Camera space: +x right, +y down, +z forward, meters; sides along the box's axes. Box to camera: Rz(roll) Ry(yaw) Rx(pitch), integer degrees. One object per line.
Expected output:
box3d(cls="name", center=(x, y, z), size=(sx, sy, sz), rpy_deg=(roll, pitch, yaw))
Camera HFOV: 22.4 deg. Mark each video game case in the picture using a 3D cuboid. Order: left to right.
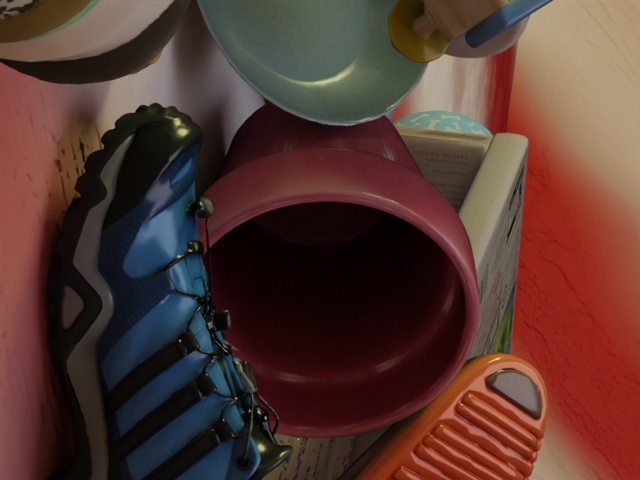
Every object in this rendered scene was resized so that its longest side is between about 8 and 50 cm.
box3d(cls="video game case", center=(0.119, 0.108, 1.317), size=(0.329, 0.036, 0.300), rpy_deg=(-59, 153, -61))

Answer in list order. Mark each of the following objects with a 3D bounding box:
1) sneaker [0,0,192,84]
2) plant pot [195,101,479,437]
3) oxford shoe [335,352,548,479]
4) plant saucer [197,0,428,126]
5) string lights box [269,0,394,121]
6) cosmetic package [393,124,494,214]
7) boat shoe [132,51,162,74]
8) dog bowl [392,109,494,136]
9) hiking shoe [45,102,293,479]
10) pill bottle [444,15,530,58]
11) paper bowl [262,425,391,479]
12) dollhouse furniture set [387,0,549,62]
box3d(cls="sneaker", center=(-0.108, -0.255, 0.519), size=(0.182, 0.158, 0.410), rpy_deg=(-13, 107, -65))
box3d(cls="plant pot", center=(0.000, 0.000, 1.079), size=(0.180, 0.201, 0.201), rpy_deg=(-91, 180, -54))
box3d(cls="oxford shoe", center=(0.013, 0.211, 1.128), size=(0.363, 0.130, 0.133), rpy_deg=(-50, -148, 3))
box3d(cls="plant saucer", center=(-0.011, -0.165, 1.052), size=(0.037, 0.195, 0.195), rpy_deg=(-19, -128, 52))
box3d(cls="string lights box", center=(0.006, -0.162, 1.233), size=(0.259, 0.077, 0.133), rpy_deg=(66, 35, -68))
box3d(cls="cosmetic package", center=(0.081, -0.011, 1.501), size=(0.151, 0.151, 0.183), rpy_deg=(-20, 117, -76))
box3d(cls="boat shoe", center=(-0.097, -0.139, 0.829), size=(0.153, 0.048, 0.056), rpy_deg=(81, 20, -53))
box3d(cls="dog bowl", center=(0.121, -0.010, 1.696), size=(0.074, 0.166, 0.297), rpy_deg=(-86, 175, -48))
box3d(cls="hiking shoe", center=(-0.074, 0.080, 0.875), size=(0.113, 0.132, 0.304), rpy_deg=(-32, 129, -76))
box3d(cls="pill bottle", center=(0.129, -0.243, 1.264), size=(0.112, 0.112, 0.186), rpy_deg=(82, 25, -52))
box3d(cls="paper bowl", center=(0.020, 0.258, 1.400), size=(0.284, 0.148, 0.284), rpy_deg=(7, 90, -79))
box3d(cls="dollhouse furniture set", center=(0.087, -0.285, 1.084), size=(0.303, 0.286, 0.198), rpy_deg=(-35, -177, -26))
